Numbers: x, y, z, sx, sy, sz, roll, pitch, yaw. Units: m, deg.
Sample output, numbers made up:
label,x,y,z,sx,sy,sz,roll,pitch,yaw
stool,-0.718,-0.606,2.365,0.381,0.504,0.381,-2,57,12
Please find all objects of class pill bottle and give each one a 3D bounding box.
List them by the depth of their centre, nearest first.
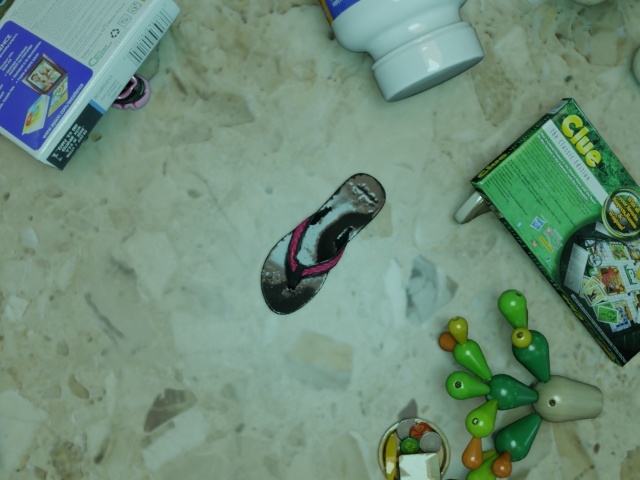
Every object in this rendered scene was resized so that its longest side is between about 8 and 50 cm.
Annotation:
label,x,y,z,sx,sy,sz,roll,pitch,yaw
pill bottle,0.061,-0.286,1.097,0.152,0.152,0.272,-23,89,-3

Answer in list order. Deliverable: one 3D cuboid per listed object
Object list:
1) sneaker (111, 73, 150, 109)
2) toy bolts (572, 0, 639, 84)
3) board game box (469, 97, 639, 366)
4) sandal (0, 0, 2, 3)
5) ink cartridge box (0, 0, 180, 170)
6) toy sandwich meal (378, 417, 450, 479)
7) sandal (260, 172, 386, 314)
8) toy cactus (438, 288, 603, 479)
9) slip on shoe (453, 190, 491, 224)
label,x,y,z,sx,sy,sz,roll,pitch,yaw
sneaker,-0.240,-0.157,1.125,0.119,0.057,0.047,-9,89,-2
toy bolts,0.358,-0.273,1.131,0.158,0.218,0.228,-34,108,25
board game box,0.285,-0.007,1.128,0.136,0.030,0.260,-40,103,-2
sandal,-0.515,-0.353,1.046,0.445,0.107,0.168,19,102,-26
ink cartridge box,-0.277,-0.200,1.110,0.208,0.045,0.206,33,85,32
toy sandwich meal,0.100,0.230,1.136,0.085,0.029,0.086,0,87,-3
sandal,0.000,0.000,1.136,0.067,0.040,0.179,40,86,-1
toy cactus,0.204,0.164,1.123,0.180,0.112,0.219,9,84,-21
slip on shoe,0.202,-0.055,1.145,0.135,0.051,0.041,-37,83,-11
